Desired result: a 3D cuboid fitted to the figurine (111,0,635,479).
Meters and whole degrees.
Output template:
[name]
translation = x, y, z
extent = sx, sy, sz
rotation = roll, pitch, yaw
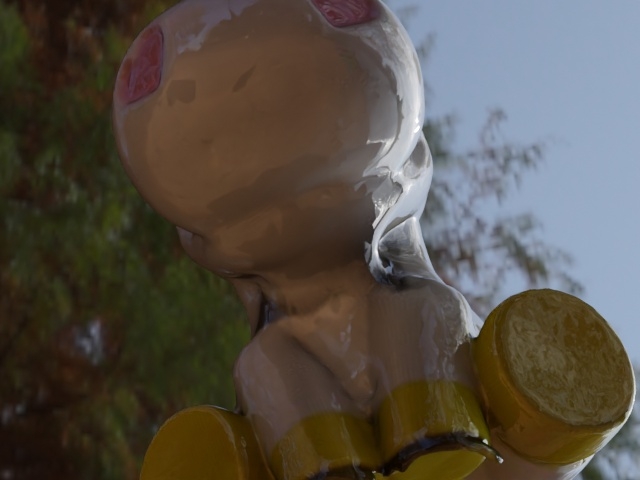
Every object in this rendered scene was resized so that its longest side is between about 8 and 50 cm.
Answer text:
[figurine]
translation = -0.003, -0.003, 0.445
extent = 0.109, 0.129, 0.178
rotation = -26, -98, 9
